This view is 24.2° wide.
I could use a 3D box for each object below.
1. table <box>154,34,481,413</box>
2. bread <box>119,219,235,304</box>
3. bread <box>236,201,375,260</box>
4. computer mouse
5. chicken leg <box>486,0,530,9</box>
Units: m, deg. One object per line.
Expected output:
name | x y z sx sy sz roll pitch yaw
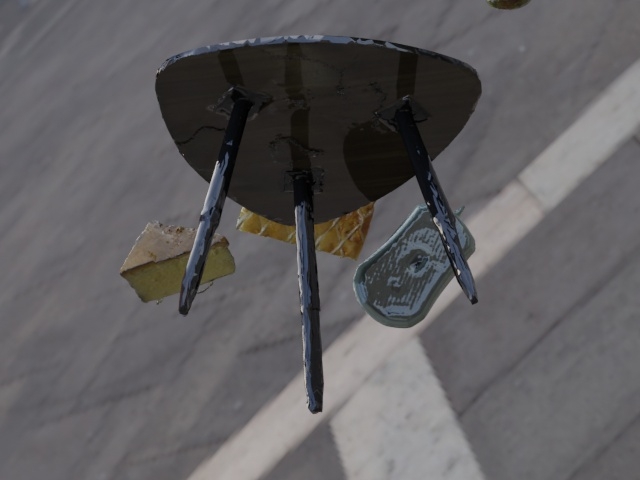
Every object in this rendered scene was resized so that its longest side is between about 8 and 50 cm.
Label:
table | 0.000 0.000 1.423 0.317 0.317 0.249 -32 48 38
bread | -0.157 0.036 1.723 0.109 0.084 0.080 11 60 23
bread | -0.017 -0.053 2.127 0.068 0.188 0.125 -94 19 -76
computer mouse | 0.099 0.026 1.601 0.182 0.089 0.056 -49 -1 -29
chicken leg | 0.134 -0.367 1.501 0.211 0.140 0.361 -51 51 -2
